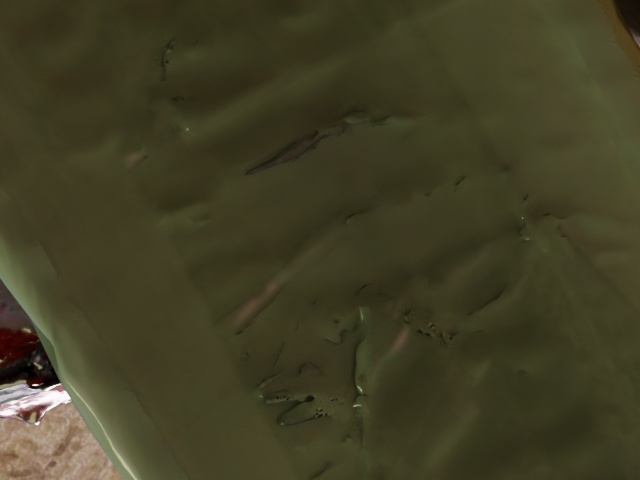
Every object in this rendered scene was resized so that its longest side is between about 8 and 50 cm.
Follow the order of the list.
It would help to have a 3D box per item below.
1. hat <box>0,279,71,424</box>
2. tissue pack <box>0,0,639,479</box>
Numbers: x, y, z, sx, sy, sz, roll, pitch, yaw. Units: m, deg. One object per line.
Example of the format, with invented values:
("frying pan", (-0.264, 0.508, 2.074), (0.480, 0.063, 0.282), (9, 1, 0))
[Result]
("hat", (-0.159, -0.021, 0.706), (0.129, 0.227, 0.140), (5, 154, -32))
("tissue pack", (0.003, -0.022, 0.617), (0.331, 0.205, 0.405), (61, -179, -3))
